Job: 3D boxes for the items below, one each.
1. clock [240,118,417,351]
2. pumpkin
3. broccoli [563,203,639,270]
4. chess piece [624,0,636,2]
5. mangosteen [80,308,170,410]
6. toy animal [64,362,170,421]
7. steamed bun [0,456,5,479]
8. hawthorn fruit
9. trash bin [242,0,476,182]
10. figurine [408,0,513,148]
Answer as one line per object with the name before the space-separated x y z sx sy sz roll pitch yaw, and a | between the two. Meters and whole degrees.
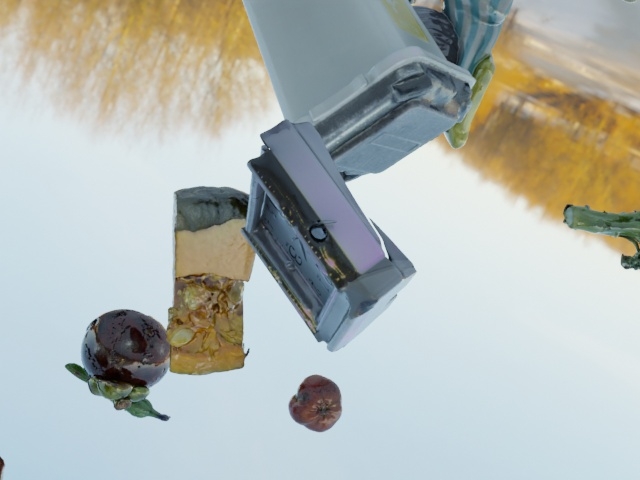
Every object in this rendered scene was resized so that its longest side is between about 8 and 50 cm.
clock | 0.000 0.000 0.980 0.186 0.083 0.253 54 166 9
pumpkin | -0.167 0.051 1.545 0.139 0.281 0.190 2 155 -13
broccoli | 0.462 -0.023 1.509 0.204 0.118 0.122 4 158 -20
chess piece | 0.547 -0.481 1.597 0.139 0.124 0.307 63 174 8
mangosteen | -0.346 0.214 1.750 0.166 0.180 0.166 7 153 3
toy animal | -0.380 0.290 1.862 0.217 0.041 0.075 29 166 3
steamed bun | -0.688 0.352 1.475 0.379 0.235 0.248 37 -154 4
hawthorn fruit | -0.008 0.250 1.536 0.093 0.093 0.093 24 -167 -6
trash bin | 0.018 -0.288 1.495 0.256 0.296 0.368 1 -120 -59
figurine | 0.145 -0.393 1.833 0.377 0.361 0.266 20 -172 -5
